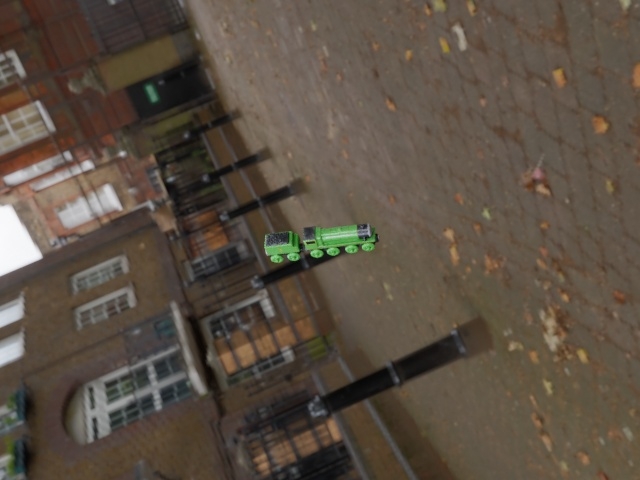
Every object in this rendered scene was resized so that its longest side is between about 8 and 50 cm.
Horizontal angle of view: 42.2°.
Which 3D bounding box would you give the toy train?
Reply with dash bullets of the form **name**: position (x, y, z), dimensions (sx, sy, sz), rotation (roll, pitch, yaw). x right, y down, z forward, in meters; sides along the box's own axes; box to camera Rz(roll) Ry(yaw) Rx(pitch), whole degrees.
- **toy train**: position (0.000, 0.000, 0.589), dimensions (0.023, 0.083, 0.017), rotation (69, -164, -53)
